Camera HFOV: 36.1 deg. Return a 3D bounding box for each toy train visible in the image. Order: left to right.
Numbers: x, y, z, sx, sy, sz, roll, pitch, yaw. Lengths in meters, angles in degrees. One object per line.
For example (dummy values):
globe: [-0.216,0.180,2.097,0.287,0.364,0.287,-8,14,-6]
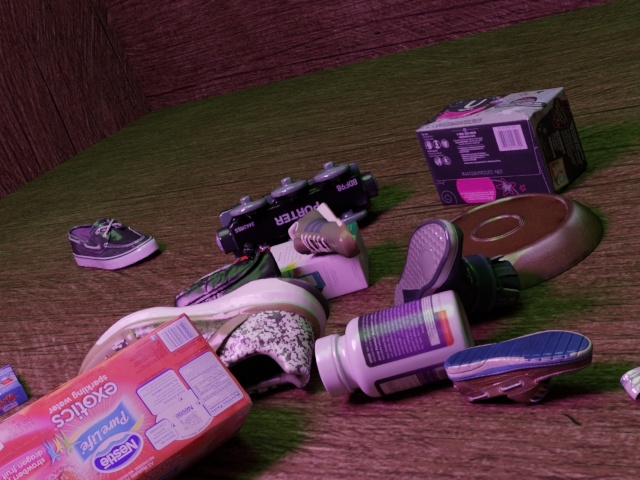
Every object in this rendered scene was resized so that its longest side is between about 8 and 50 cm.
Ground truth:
toy train: [-0.050,-0.061,1.947,0.334,0.142,0.190,-22,9,-3]

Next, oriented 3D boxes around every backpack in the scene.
backpack: [-0.137,0.109,1.562,0.182,0.115,0.152,-24,60,-1]

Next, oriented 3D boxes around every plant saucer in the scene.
plant saucer: [0.285,-0.002,1.551,0.311,0.050,0.310,-20,20,7]

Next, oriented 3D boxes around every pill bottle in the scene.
pill bottle: [0.097,0.140,1.267,0.194,0.108,0.108,-17,19,11]

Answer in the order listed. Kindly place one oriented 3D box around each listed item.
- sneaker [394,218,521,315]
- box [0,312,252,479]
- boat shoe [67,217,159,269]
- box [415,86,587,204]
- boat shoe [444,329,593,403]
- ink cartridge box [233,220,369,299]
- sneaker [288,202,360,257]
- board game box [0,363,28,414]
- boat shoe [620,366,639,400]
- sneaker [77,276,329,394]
sneaker: [0.200,0.035,1.319,0.164,0.086,0.226,-7,-29,-13]
box: [-0.252,0.245,1.219,0.300,0.154,0.142,-32,-18,-27]
boat shoe: [-0.492,-0.002,2.290,0.301,0.102,0.108,1,29,48]
box: [0.327,-0.171,1.781,0.247,0.163,0.142,-1,29,45]
boat shoe: [0.238,0.152,1.147,0.183,0.066,0.066,-13,18,39]
ink cartridge box: [-0.037,0.055,1.687,0.231,0.078,0.134,-17,20,10]
sneaker: [0.000,0.000,1.597,0.086,0.064,0.192,-30,23,-4]
board game box: [-0.623,0.295,1.727,0.201,0.035,0.136,-28,20,-18]
boat shoe: [0.380,0.147,1.070,0.100,0.035,0.035,-19,46,-5]
sneaker: [-0.182,0.189,1.413,0.410,0.158,0.182,-22,36,15]
